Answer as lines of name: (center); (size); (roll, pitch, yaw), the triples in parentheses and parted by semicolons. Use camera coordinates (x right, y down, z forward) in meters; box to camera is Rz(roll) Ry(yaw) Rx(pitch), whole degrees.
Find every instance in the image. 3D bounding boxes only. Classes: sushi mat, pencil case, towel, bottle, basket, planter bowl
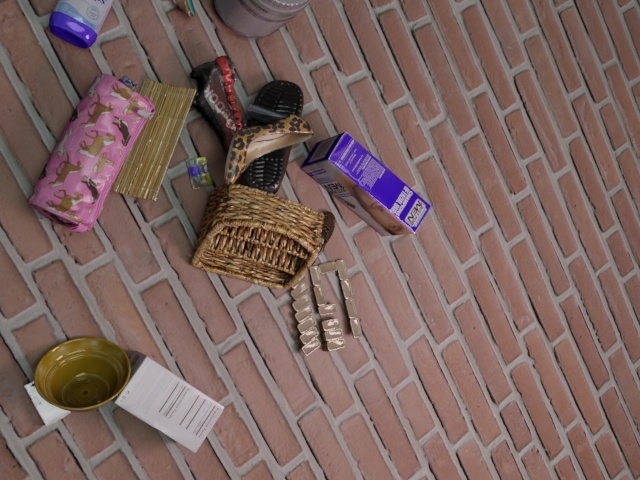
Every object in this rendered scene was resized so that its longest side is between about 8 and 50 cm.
sushi mat: (-0.434, -0.258, 1.828); (0.152, 0.019, 0.316); (16, 79, 10)
pencil case: (-0.548, -0.209, 1.733); (0.160, 0.167, 0.386); (35, 74, -38)
towel: (-0.324, -0.181, 1.925); (0.060, 0.009, 0.083); (-14, 94, -25)
bottle: (-0.565, -0.622, 1.780); (0.118, 0.092, 0.282); (26, 77, -22)
basket: (-0.156, -0.002, 1.887); (0.299, 0.213, 0.222); (19, 79, -24)
planter bowl: (-0.563, 0.340, 1.715); (0.217, 0.217, 0.090); (-14, 135, -26)

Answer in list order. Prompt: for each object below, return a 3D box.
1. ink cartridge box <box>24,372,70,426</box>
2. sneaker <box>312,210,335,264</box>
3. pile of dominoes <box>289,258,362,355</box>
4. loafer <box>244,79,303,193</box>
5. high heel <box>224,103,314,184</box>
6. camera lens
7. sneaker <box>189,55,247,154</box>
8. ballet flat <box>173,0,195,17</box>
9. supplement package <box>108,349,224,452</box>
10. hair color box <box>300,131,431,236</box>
ink cartridge box: (-0.657, 0.381, 1.726); (0.063, 0.029, 0.115); (-30, 100, -24)
sneaker: (0.000, 0.000, 2.042); (0.066, 0.071, 0.188); (34, 74, -21)
pile of dominoes: (0.005, 0.194, 2.069); (0.196, 0.040, 0.251); (-10, 84, -26)
loafer: (-0.139, -0.275, 1.970); (0.134, 0.130, 0.365); (15, 67, -2)
high heel: (-0.130, -0.228, 1.830); (0.186, 0.093, 0.261); (18, 62, 2)
camera lens: (-0.146, -0.669, 1.887); (0.220, 0.274, 0.219); (1, 87, -27)
sneaker: (-0.275, -0.345, 1.910); (0.135, 0.098, 0.275); (-15, 98, -19)
ballet flat: (-0.385, -0.684, 1.897); (0.067, 0.073, 0.206); (-13, 91, 1)
supplement package: (-0.389, 0.400, 1.796); (0.244, 0.139, 0.133); (39, 73, -21)
hair color box: (0.128, -0.152, 2.049); (0.339, 0.185, 0.110); (37, 73, -20)
